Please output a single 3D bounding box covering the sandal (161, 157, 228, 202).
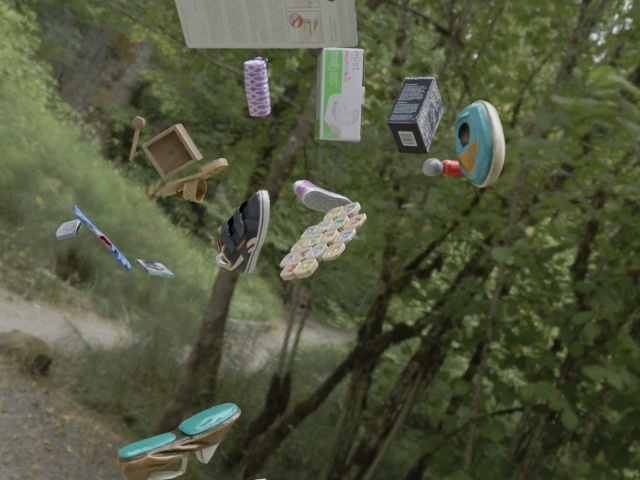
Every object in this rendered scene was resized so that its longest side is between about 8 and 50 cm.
[{"bbox_3d":[-0.359,-0.150,1.936,0.088,0.240,0.079,-9,74,-65],"label":"sandal"}]

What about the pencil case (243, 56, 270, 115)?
[{"bbox_3d":[-0.225,-0.547,2.388,0.086,0.206,0.088,1,28,4],"label":"pencil case"}]

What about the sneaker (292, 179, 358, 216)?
[{"bbox_3d":[0.016,-0.158,2.565,0.282,0.102,0.161,28,8,-37],"label":"sneaker"}]

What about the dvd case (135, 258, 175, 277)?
[{"bbox_3d":[-0.511,0.087,2.067,0.087,0.013,0.119,14,9,-36],"label":"dvd case"}]

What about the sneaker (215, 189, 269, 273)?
[{"bbox_3d":[-0.240,-0.020,2.024,0.128,0.321,0.126,5,42,-18],"label":"sneaker"}]

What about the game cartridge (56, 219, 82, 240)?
[{"bbox_3d":[-0.626,-0.026,1.662,0.056,0.017,0.083,-12,26,-3],"label":"game cartridge"}]

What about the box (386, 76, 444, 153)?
[{"bbox_3d":[0.317,-0.413,2.206,0.108,0.207,0.153,7,-32,30],"label":"box"}]

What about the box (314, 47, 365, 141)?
[{"bbox_3d":[0.056,-0.428,2.003,0.127,0.261,0.231,2,9,-4],"label":"box"}]

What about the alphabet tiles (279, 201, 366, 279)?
[{"bbox_3d":[0.000,0.000,1.882,0.021,0.284,0.278,49,-31,-21],"label":"alphabet tiles"}]

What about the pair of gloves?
[{"bbox_3d":[-0.542,-0.006,1.652,0.159,0.023,0.198,38,-15,36],"label":"pair of gloves"}]

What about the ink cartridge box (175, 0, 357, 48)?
[{"bbox_3d":[-0.116,-0.539,1.315,0.385,0.091,0.308,4,-51,16],"label":"ink cartridge box"}]

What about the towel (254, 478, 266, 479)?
[{"bbox_3d":[-0.160,0.587,1.523,0.152,0.023,0.113,17,13,-44],"label":"towel"}]

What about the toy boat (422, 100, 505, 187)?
[{"bbox_3d":[0.448,-0.273,2.103,0.148,0.267,0.318,-1,-16,-20],"label":"toy boat"}]

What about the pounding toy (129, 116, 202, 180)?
[{"bbox_3d":[-0.500,-0.294,2.066,0.206,0.181,0.094,58,7,-10],"label":"pounding toy"}]

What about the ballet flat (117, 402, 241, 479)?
[{"bbox_3d":[-0.358,0.545,1.751,0.342,0.124,0.116,-19,16,-34],"label":"ballet flat"}]
